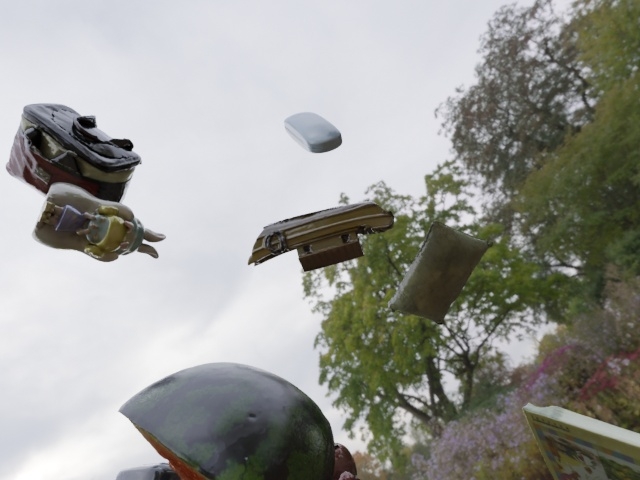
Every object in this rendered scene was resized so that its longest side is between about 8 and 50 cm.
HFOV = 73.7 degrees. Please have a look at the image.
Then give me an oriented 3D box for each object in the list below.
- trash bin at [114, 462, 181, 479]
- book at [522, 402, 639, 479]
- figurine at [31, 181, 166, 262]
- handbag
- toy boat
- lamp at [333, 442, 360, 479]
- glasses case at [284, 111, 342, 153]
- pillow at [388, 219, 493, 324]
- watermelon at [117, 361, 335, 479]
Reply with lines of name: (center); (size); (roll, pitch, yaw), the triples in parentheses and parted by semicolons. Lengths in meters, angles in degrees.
trash bin: (-0.215, 0.465, 0.557); (0.209, 0.291, 0.182); (34, -45, -31)
book: (0.275, 0.224, 0.347); (0.013, 0.168, 0.192); (-39, -71, -27)
figurine: (-0.406, -0.020, 0.824); (0.235, 0.127, 0.155); (21, -19, -33)
handbag: (-0.544, -0.179, 0.941); (0.181, 0.254, 0.181); (-57, -2, 22)
toy boat: (0.000, 0.000, 1.256); (0.445, 0.162, 0.136); (-14, -7, 8)
lamp: (0.055, 0.732, 1.361); (0.151, 0.223, 0.215); (-60, -31, -27)
glasses case: (-0.018, -0.210, 0.822); (0.067, 0.178, 0.045); (-20, -54, -13)
pillow: (0.330, 0.103, 1.205); (0.184, 0.075, 0.303); (19, -67, -10)
watermelon: (-0.060, 0.176, 0.372); (0.192, 0.137, 0.145); (10, -20, -37)
